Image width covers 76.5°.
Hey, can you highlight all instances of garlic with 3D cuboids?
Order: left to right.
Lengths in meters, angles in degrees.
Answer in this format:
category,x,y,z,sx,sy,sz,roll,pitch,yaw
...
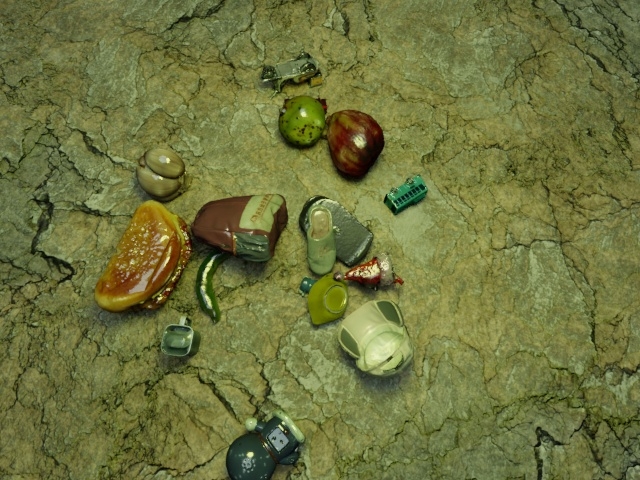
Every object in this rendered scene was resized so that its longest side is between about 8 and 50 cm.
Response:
category,x,y,z,sx,sy,sz,roll,pitch,yaw
garlic,-0.585,-0.234,1.487,0.191,0.214,0.160,14,82,-8

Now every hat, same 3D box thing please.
category,x,y,z,sx,sy,sz,roll,pitch,yaw
hat,0.156,0.119,1.417,0.227,0.129,0.140,-9,63,-12
hat,0.188,0.331,1.360,0.232,0.161,0.275,-33,52,-9

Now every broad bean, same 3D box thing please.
category,x,y,z,sx,sy,sz,roll,pitch,yaw
broad bean,-0.373,0.136,1.454,0.144,0.049,0.292,20,71,0

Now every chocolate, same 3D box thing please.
category,x,y,z,sx,sy,sz,roll,pitch,yaw
chocolate,-0.062,-0.562,1.696,0.182,0.028,0.086,0,70,0

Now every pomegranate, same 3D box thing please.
category,x,y,z,sx,sy,sz,roll,pitch,yaw
pomegranate,-0.048,-0.472,1.589,0.245,0.198,0.198,-20,73,-21

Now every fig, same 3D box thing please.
category,x,y,z,sx,sy,sz,roll,pitch,yaw
fig,0.129,-0.369,1.528,0.223,0.224,0.263,-12,84,-5

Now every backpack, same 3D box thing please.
category,x,y,z,sx,sy,sz,roll,pitch,yaw
backpack,-0.291,-0.046,1.426,0.316,0.197,0.283,3,33,9

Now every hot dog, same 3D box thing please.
category,x,y,z,sx,sy,sz,roll,pitch,yaw
hot dog,-0.578,0.073,1.398,0.223,0.185,0.406,18,73,6

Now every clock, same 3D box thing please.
category,x,y,z,sx,sy,sz,roll,pitch,yaw
clock,-0.177,0.641,1.252,0.243,0.146,0.200,-36,81,-19

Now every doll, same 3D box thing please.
category,x,y,z,sx,sy,sz,roll,pitch,yaw
doll,-0.035,0.169,1.452,0.083,0.050,0.076,21,77,3

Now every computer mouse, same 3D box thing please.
category,x,y,z,sx,sy,sz,roll,pitch,yaw
computer mouse,0.053,-0.039,1.499,0.295,0.087,0.168,40,92,-2

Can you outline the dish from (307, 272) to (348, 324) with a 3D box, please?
category,x,y,z,sx,sy,sz,roll,pitch,yaw
dish,0.042,0.199,1.403,0.148,0.080,0.208,35,69,-16

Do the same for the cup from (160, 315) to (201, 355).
category,x,y,z,sx,sy,sz,roll,pitch,yaw
cup,-0.457,0.319,1.351,0.095,0.129,0.128,6,72,0

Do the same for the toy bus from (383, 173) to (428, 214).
category,x,y,z,sx,sy,sz,roll,pitch,yaw
toy bus,0.330,-0.174,1.553,0.160,0.079,0.092,-32,75,-10

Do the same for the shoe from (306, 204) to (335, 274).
category,x,y,z,sx,sy,sz,roll,pitch,yaw
shoe,0.000,0.000,1.410,0.103,0.100,0.251,-5,94,0

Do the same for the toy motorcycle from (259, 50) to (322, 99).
category,x,y,z,sx,sy,sz,roll,pitch,yaw
toy motorcycle,-0.121,-0.676,1.667,0.262,0.157,0.091,-18,71,-9
